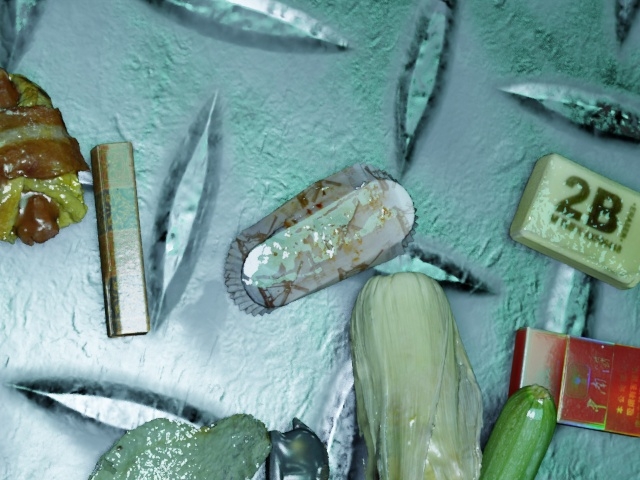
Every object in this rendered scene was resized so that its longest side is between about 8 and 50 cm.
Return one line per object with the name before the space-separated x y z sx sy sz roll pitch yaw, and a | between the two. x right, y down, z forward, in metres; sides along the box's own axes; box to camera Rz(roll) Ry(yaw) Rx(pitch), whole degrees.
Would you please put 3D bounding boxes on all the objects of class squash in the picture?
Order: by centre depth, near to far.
squash | 0.220 0.269 1.538 0.068 0.077 0.219 21 100 -3

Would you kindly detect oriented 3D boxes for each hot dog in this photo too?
hot dog | -0.346 -0.097 1.475 0.146 0.103 0.213 -23 87 -12
hot dog | 0.000 0.000 1.554 0.252 0.069 0.131 -29 98 -11

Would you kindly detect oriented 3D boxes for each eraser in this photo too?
eraser | 0.335 -0.024 1.627 0.172 0.058 0.117 25 79 -8

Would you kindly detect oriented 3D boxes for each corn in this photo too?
corn | 0.106 0.180 1.488 0.123 0.122 0.305 6 58 -25

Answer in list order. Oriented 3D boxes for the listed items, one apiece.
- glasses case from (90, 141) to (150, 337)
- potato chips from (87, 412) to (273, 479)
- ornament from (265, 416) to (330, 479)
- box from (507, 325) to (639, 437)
glasses case | -0.231 0.001 1.501 0.049 0.075 0.218 -5 84 -9
potato chips | -0.160 0.280 1.485 0.228 0.059 0.167 -11 75 -1
ornament | 0.053 0.305 1.520 0.236 0.080 0.202 0 86 -9
box | 0.322 0.175 1.604 0.175 0.048 0.112 10 81 -10
